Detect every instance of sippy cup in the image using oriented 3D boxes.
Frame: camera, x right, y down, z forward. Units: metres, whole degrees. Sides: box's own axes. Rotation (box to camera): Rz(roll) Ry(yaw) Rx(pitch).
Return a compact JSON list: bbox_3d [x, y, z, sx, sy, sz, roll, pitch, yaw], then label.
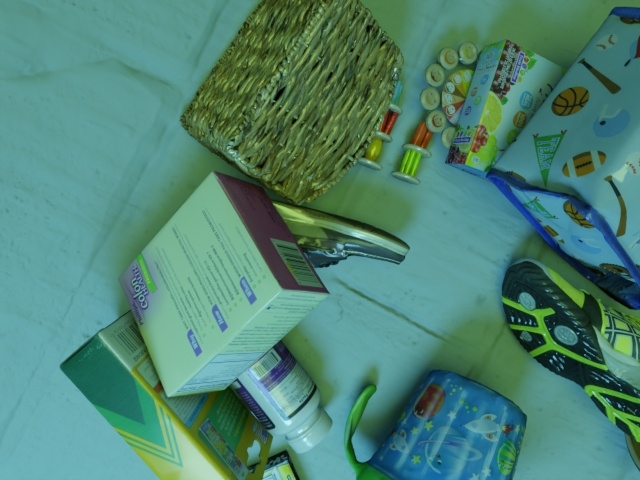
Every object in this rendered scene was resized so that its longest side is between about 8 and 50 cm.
[{"bbox_3d":[0.208,0.338,0.872,0.305,0.240,0.224,33,76,-11],"label":"sippy cup"}]

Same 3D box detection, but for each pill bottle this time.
[{"bbox_3d":[-0.068,0.247,0.899,0.108,0.108,0.193,-37,95,-2],"label":"pill bottle"}]

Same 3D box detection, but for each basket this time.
[{"bbox_3d":[-0.039,-0.230,0.885,0.213,0.223,0.299,34,90,-38],"label":"basket"}]

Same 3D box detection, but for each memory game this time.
[{"bbox_3d":[0.249,-0.239,0.921,0.186,0.012,0.186,-2,97,-20],"label":"memory game"}]

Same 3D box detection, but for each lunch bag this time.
[{"bbox_3d":[0.505,-0.093,0.834,0.385,0.239,0.328,37,94,-37],"label":"lunch bag"}]

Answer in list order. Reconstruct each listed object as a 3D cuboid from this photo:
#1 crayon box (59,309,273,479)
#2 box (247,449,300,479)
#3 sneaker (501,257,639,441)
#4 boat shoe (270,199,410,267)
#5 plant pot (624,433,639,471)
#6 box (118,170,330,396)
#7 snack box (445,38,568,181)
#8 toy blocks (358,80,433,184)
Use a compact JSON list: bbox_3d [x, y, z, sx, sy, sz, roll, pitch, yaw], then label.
[{"bbox_3d":[-0.216,0.253,0.837,0.083,0.203,0.323,-40,95,7],"label":"crayon box"},{"bbox_3d":[-0.085,0.502,0.942,0.159,0.044,0.233,-22,94,-3],"label":"box"},{"bbox_3d":[0.469,0.169,0.931,0.384,0.145,0.147,46,60,4],"label":"sneaker"},{"bbox_3d":[0.000,0.000,0.899,0.285,0.103,0.092,15,97,-1],"label":"boat shoe"},{"bbox_3d":[0.650,0.348,0.931,0.237,0.237,0.109,-37,135,-2],"label":"plant pot"},{"bbox_3d":[-0.148,0.066,0.798,0.243,0.117,0.213,-44,62,19],"label":"box"},{"bbox_3d":[0.323,-0.196,0.907,0.175,0.070,0.207,18,93,-20],"label":"snack box"},{"bbox_3d":[0.136,-0.183,0.919,0.123,0.054,0.148,20,91,-4],"label":"toy blocks"}]
